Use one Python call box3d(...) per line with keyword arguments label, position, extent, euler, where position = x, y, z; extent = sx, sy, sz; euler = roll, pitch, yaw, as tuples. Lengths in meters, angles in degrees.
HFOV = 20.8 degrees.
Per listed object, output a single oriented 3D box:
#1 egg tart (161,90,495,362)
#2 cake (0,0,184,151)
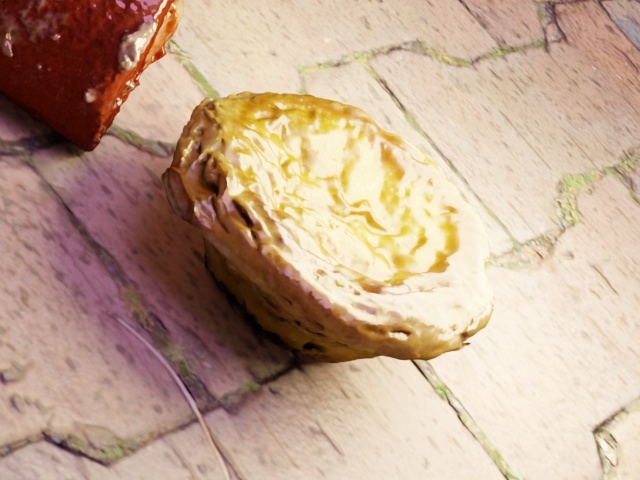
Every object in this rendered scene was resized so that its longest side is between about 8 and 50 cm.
box3d(label="egg tart", position=(0.002, -0.001, 1.558), extent=(0.341, 0.129, 0.341), euler=(25, 36, -20))
box3d(label="cake", position=(-0.196, -0.216, 1.567), extent=(0.151, 0.177, 0.283), euler=(36, 32, -7))
